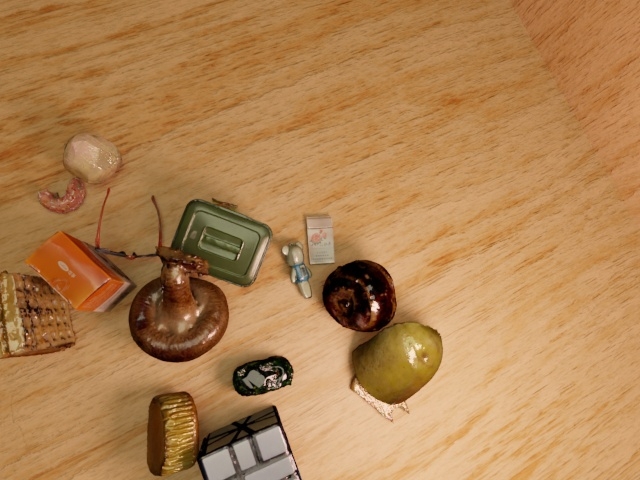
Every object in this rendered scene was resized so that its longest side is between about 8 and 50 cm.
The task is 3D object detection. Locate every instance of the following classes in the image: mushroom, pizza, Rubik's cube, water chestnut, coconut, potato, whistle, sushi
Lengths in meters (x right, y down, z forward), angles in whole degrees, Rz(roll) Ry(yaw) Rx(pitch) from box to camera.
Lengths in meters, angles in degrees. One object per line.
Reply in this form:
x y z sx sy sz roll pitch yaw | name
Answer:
-0.477 0.244 1.463 0.331 0.356 0.333 23 59 -19 | mushroom
0.253 0.600 1.679 0.181 0.034 0.262 -43 86 -14 | pizza
-0.229 0.772 1.437 0.294 0.288 0.283 -22 85 -11 | Rubik's cube
0.165 0.208 1.631 0.300 0.300 0.299 2 80 -10 | water chestnut
-0.862 -0.309 1.572 0.195 0.194 0.194 2 80 -10 | coconut
0.322 0.455 1.561 0.331 0.280 0.212 7 48 -14 | potato
-0.087 0.121 1.689 0.114 0.077 0.235 -17 89 -45 | whistle
-0.213 0.505 1.567 0.225 0.127 0.124 -8 81 -13 | sushi

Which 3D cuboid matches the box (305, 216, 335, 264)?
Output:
-0.001 0.000 1.747 0.109 0.029 0.198 -3 81 -11 | box

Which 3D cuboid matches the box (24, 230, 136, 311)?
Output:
-0.789 0.117 1.423 0.225 0.341 0.143 44 75 0 | box

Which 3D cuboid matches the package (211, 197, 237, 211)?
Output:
-0.401 -0.101 1.692 0.108 0.031 0.120 17 77 -7 | package

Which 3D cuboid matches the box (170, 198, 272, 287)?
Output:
-0.365 0.003 1.590 0.329 0.178 0.252 22 94 -8 | box

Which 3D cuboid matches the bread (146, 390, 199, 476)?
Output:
-0.505 0.653 1.441 0.143 0.227 0.253 7 73 -30 | bread

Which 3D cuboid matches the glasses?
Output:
-0.694 -0.061 1.551 0.234 0.118 0.268 7 79 -41 | glasses

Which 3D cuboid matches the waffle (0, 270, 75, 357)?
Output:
-0.927 0.239 1.360 0.114 0.376 0.260 -11 80 -11 | waffle

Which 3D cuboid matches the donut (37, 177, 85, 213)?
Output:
-0.963 -0.160 1.586 0.166 0.065 0.117 -36 87 -13 | donut
